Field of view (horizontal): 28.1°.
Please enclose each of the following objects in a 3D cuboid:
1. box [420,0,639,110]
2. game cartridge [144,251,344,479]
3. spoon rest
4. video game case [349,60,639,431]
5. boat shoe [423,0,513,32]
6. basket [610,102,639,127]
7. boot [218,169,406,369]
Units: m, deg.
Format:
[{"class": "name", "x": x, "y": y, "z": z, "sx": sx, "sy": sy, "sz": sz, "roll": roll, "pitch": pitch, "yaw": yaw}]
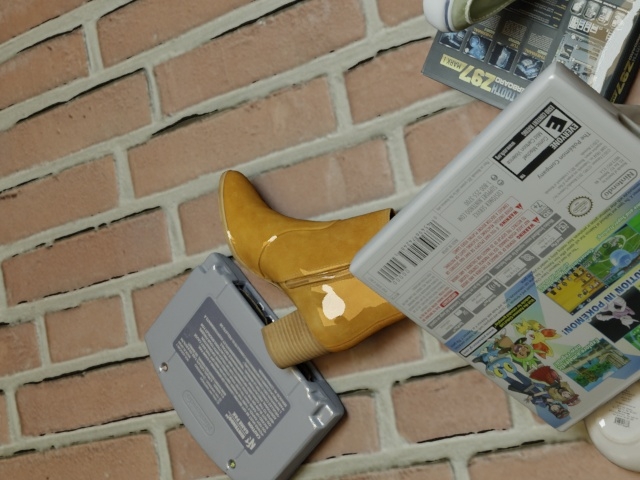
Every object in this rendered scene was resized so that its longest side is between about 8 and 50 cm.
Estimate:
[{"class": "box", "x": 0.247, "y": -0.230, "z": 1.447, "sx": 0.233, "sy": 0.059, "sz": 0.183, "roll": 29, "pitch": 104, "yaw": 33}, {"class": "game cartridge", "x": -0.112, "y": 0.185, "z": 1.697, "sx": 0.196, "sy": 0.060, "sz": 0.294, "roll": -49, "pitch": 62, "yaw": 20}, {"class": "spoon rest", "x": 0.388, "y": 0.196, "z": 1.329, "sx": 0.276, "sy": 0.084, "sz": 0.137, "roll": 18, "pitch": 98, "yaw": 49}, {"class": "video game case", "x": 0.237, "y": 0.022, "z": 1.271, "sx": 0.300, "sy": 0.036, "sz": 0.329, "roll": 37, "pitch": 128, "yaw": -9}, {"class": "boat shoe", "x": 0.235, "y": -0.322, "z": 1.357, "sx": 0.302, "sy": 0.109, "sz": 0.094, "roll": -44, "pitch": 59, "yaw": -14}, {"class": "basket", "x": 0.340, "y": -0.073, "z": 1.313, "sx": 0.113, "sy": 0.167, "sz": 0.103, "roll": 32, "pitch": 113, "yaw": 33}, {"class": "boot", "x": 0.000, "y": 0.000, "z": 1.609, "sx": 0.211, "sy": 0.104, "sz": 0.295, "roll": -28, "pitch": 66, "yaw": 20}]
